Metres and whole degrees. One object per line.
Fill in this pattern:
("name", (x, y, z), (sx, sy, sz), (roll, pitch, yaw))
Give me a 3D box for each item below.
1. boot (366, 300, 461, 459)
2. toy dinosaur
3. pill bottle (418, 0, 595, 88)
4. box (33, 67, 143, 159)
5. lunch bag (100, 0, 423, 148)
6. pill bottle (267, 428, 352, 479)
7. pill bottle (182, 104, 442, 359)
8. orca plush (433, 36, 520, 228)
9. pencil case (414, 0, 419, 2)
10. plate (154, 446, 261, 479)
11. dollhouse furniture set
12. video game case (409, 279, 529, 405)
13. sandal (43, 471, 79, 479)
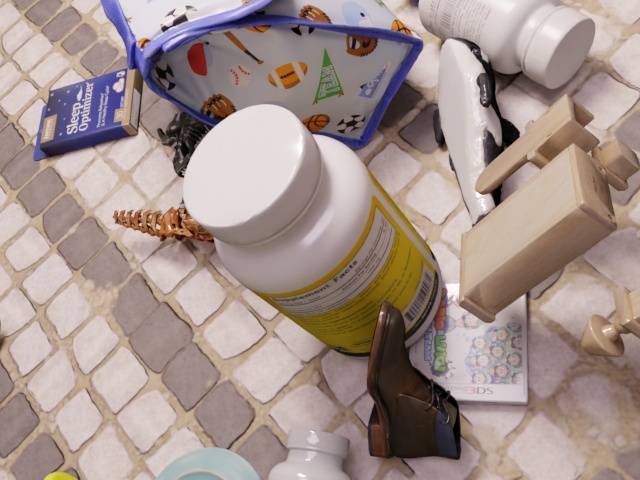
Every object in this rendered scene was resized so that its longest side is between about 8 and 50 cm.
("boot", (0.109, 0.162, 0.769), (0.106, 0.219, 0.082), (6, 35, 14))
("toy dinosaur", (-0.159, -0.073, 1.020), (0.321, 0.164, 0.218), (-7, 77, -6))
("pill bottle", (0.263, -0.313, 0.979), (0.131, 0.131, 0.229), (-45, 58, -5))
("box", (-0.437, -0.232, 1.267), (0.225, 0.036, 0.136), (-12, 61, 16))
("lunch bag", (-0.106, -0.317, 0.957), (0.328, 0.385, 0.239), (61, 138, 35))
("pill bottle", (-0.016, 0.315, 0.783), (0.103, 0.103, 0.184), (1, 65, 21))
("pill bottle", (0.000, 0.000, 0.789), (0.187, 0.334, 0.188), (-15, 56, 24))
("orca plush", (0.235, -0.142, 0.923), (0.102, 0.151, 0.287), (-2, 58, -16))
("pencil case", (0.207, -0.527, 1.117), (0.133, 0.119, 0.306), (9, 68, 21))
("plate", (-0.153, 0.355, 0.863), (0.188, 0.024, 0.188), (-8, 62, 16))
("dollhouse furniture set", (0.344, 0.063, 0.762), (0.174, 0.355, 0.303), (-45, 19, 38))
("video game case", (0.182, 0.123, 0.854), (0.143, 0.019, 0.157), (-3, 63, 20))
("sandal", (-0.319, 0.452, 0.830), (0.138, 0.126, 0.317), (-35, 49, 5))
